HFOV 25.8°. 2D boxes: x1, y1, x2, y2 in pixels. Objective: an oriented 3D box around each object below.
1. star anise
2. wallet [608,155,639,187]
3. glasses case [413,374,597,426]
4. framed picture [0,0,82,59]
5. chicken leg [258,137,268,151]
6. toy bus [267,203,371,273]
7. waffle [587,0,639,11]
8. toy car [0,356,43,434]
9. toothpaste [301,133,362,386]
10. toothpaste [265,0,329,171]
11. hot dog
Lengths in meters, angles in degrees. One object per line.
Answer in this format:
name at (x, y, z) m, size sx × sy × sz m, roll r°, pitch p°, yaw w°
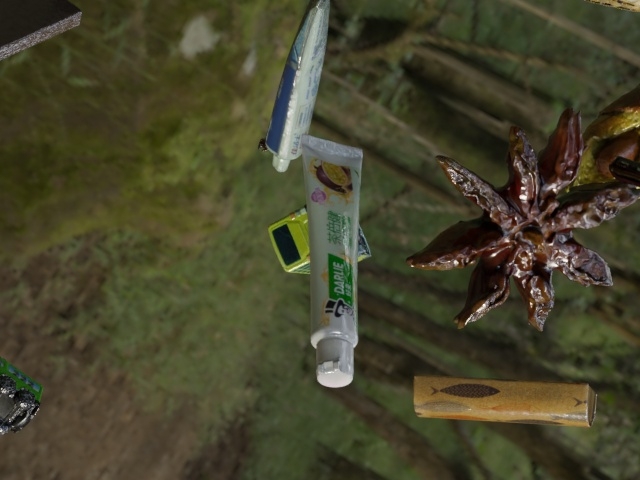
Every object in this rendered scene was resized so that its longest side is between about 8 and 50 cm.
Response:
star anise at (0.226, -0.019, 1.537) m, size 0.288 × 0.288 × 0.088 m, roll -62°, pitch -154°, yaw 8°
wallet at (0.424, -0.044, 1.471) m, size 0.122 × 0.232 × 0.031 m, roll 37°, pitch -69°, yaw 63°
glasses case at (0.179, 0.158, 1.364) m, size 0.064 × 0.170 × 0.041 m, roll 37°, pitch 56°, yaw -67°
framed picture at (-0.392, -0.275, 1.689) m, size 0.168 × 0.128 × 0.023 m, roll -36°, pitch 155°, yaw -43°
chicken leg at (-0.052, -0.149, 2.064) m, size 0.083 × 0.036 × 0.021 m, roll -24°, pitch 131°, yaw -9°
toy bus at (0.000, 0.000, 2.072) m, size 0.101 × 0.088 × 0.175 m, roll -28°, pitch 167°, yaw 18°
waffle at (0.184, -0.313, 1.350) m, size 0.376 × 0.261 × 0.114 m, roll 36°, pitch -68°, yaw 64°
toy car at (-0.439, 0.179, 1.813) m, size 0.071 × 0.165 × 0.062 m, roll -46°, pitch -166°, yaw 27°
toothpaste at (0.015, 0.016, 1.561) m, size 0.058 × 0.056 × 0.314 m, roll 52°, pitch 31°, yaw -52°
toothpaste at (-0.023, -0.185, 1.612) m, size 0.069 × 0.047 × 0.268 m, roll -36°, pitch 153°, yaw -42°
hot dog at (0.399, -0.134, 1.655) m, size 0.261 × 0.123 × 0.093 m, roll -39°, pitch 155°, yaw -18°
